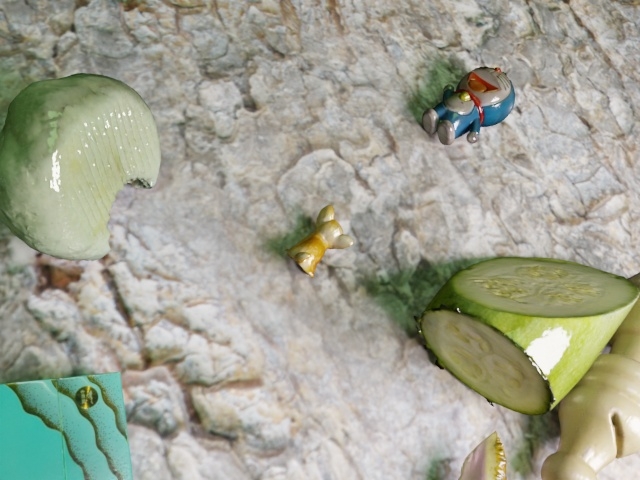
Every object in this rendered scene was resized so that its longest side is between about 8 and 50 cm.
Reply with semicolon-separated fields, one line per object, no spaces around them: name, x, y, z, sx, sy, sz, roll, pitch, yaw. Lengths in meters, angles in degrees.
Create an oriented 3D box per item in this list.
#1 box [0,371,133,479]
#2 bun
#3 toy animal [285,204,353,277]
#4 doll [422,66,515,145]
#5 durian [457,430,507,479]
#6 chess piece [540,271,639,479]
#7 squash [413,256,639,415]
box;-0.289;0.211;0.570;0.226;0.042;0.160;2;65;-35
bun;-0.275;-0.082;0.693;0.127;0.203;0.212;13;24;17
toy animal;0.000;0.000;0.772;0.083;0.081;0.060;-43;79;-7
doll;0.224;-0.199;0.922;0.152;0.085;0.114;-32;58;-15
durian;0.186;0.308;0.642;0.140;0.078;0.224;13;67;-15
chess piece;0.357;0.179;0.755;0.307;0.139;0.124;-45;123;-22
squash;0.260;0.060;0.748;0.189;0.189;0.260;43;67;7
